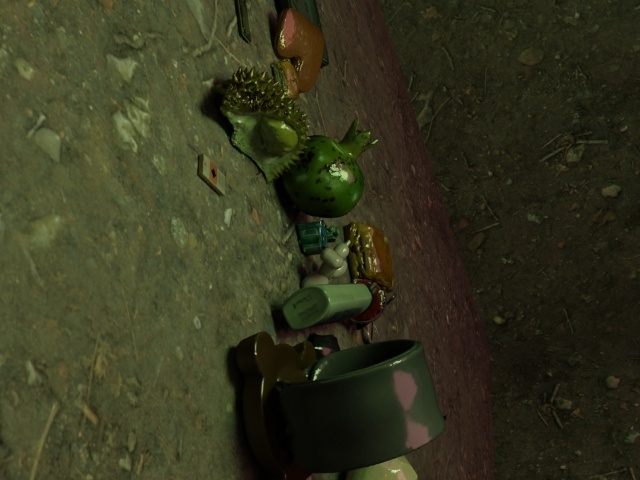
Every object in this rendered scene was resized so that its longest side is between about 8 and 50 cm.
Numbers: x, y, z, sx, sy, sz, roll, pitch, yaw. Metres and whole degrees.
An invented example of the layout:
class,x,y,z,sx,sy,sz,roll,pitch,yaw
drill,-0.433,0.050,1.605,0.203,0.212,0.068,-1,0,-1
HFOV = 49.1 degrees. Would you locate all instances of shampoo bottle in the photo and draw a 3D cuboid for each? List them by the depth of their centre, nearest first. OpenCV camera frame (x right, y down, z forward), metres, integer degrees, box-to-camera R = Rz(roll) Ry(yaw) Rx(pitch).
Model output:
class,x,y,z,sx,sy,sz,roll,pitch,yaw
shampoo bottle,0.020,0.148,1.577,0.078,0.134,0.359,59,15,12

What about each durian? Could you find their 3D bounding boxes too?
class,x,y,z,sx,sy,sz,roll,pitch,yaw
durian,-0.128,-0.259,1.472,0.172,0.166,0.306,51,2,24

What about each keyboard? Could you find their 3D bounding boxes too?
class,x,y,z,sx,sy,sz,roll,pitch,yaw
keyboard,-0.183,-0.533,1.659,0.049,0.015,0.129,28,51,-66

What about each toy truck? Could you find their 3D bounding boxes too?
class,x,y,z,sx,sy,sz,roll,pitch,yaw
toy truck,0.000,0.000,1.743,0.175,0.067,0.081,23,61,-71

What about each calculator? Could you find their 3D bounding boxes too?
class,x,y,z,sx,sy,sz,roll,pitch,yaw
calculator,0.147,0.275,2.023,0.103,0.024,0.166,-80,152,-49

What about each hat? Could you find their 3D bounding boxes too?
class,x,y,z,sx,sy,sz,roll,pitch,yaw
hat,0.127,0.184,1.906,0.140,0.128,0.227,-67,160,-8

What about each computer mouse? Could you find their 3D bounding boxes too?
class,x,y,z,sx,sy,sz,roll,pitch,yaw
computer mouse,0.022,0.263,1.619,0.172,0.057,0.099,45,34,-63

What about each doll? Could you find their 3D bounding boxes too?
class,x,y,z,sx,sy,sz,roll,pitch,yaw
doll,0.020,0.068,1.663,0.059,0.161,0.160,37,28,10

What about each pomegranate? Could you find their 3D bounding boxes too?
class,x,y,z,sx,sy,sz,roll,pitch,yaw
pomegranate,0.023,-0.167,1.653,0.211,0.263,0.211,46,6,-6

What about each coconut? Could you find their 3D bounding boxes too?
class,x,y,z,sx,sy,sz,roll,pitch,yaw
coconut,0.138,0.540,1.551,0.183,0.170,0.171,-59,138,-30

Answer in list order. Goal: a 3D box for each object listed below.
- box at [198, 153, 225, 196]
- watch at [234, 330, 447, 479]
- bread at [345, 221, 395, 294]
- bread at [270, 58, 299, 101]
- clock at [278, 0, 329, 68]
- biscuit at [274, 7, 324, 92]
class,x,y,z,sx,sy,sz,roll,pitch,yaw
box,-0.203,-0.122,1.316,0.083,0.012,0.046,48,34,-54
watch,0.054,0.285,1.276,0.335,0.326,0.314,-9,85,-72
bread,0.156,0.052,2.088,0.235,0.099,0.211,34,45,-63
bread,-0.086,-0.409,1.795,0.072,0.053,0.106,10,72,-66
clock,-0.061,-0.654,2.040,0.273,0.049,0.279,-1,78,-70
biscuit,-0.059,-0.507,1.887,0.192,0.036,0.186,21,84,-52
